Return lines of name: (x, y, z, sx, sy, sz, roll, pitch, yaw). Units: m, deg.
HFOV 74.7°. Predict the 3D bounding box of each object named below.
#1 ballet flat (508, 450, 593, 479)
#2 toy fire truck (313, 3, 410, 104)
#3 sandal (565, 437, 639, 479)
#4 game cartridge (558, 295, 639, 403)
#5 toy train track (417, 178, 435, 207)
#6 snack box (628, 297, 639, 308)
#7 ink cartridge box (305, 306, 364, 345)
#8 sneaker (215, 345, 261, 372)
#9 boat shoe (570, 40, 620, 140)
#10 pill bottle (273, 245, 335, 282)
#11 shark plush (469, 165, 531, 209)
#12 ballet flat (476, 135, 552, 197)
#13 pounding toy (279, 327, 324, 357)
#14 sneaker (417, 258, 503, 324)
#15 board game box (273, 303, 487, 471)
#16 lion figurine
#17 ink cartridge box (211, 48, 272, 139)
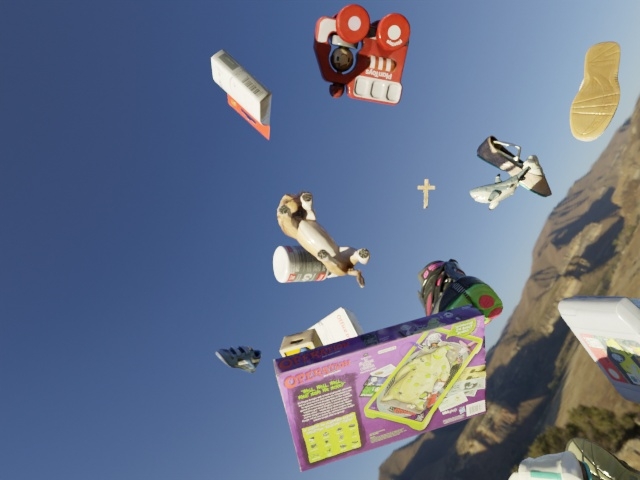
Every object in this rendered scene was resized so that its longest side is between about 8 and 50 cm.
ballet flat: (0.440, 0.515, 0.841, 0.139, 0.139, 0.400, -47, -41, -22)
toy fire truck: (0.126, -0.564, 1.299, 0.302, 0.169, 0.254, 4, -72, -13)
sandal: (0.873, 0.693, 1.214, 0.086, 0.302, 0.120, 31, -97, -54)
game cartridge: (0.677, 0.249, 0.912, 0.060, 0.294, 0.196, -37, 0, -15)
toy train track: (0.304, -0.134, 1.207, 0.014, 0.048, 0.083, 20, -107, -77)
snack box: (0.889, 0.187, 1.151, 0.100, 0.141, 0.037, -21, -76, -59)
ink cartridge box: (0.044, 0.433, 1.684, 0.283, 0.207, 0.117, -36, -31, 14)
sneaker: (-0.208, 0.294, 1.078, 0.059, 0.053, 0.144, -56, -40, -1)
boat shoe: (0.705, -0.362, 1.064, 0.096, 0.098, 0.277, 35, -108, -51)
pill bottle: (-0.054, 0.102, 1.882, 0.283, 0.161, 0.161, 0, -61, -28)
shark plush: (0.489, -0.154, 1.130, 0.161, 0.067, 0.073, -39, -30, 21)
ballet flat: (0.714, -0.279, 1.521, 0.107, 0.316, 0.106, -24, -34, -44)
pounding toy: (-0.061, 0.369, 1.303, 0.100, 0.141, 0.130, -73, -39, -65)
sneaker: (0.326, 0.150, 1.098, 0.185, 0.202, 0.483, -29, -14, 2)
board game box: (0.112, 0.246, 0.704, 0.346, 0.056, 0.208, -13, -64, -9)
lion figurine: (0.000, 0.000, 1.195, 0.142, 0.392, 0.240, -33, -18, -7)
ink cartridge box: (-0.225, -0.399, 1.209, 0.066, 0.189, 0.232, -43, -8, -24)
